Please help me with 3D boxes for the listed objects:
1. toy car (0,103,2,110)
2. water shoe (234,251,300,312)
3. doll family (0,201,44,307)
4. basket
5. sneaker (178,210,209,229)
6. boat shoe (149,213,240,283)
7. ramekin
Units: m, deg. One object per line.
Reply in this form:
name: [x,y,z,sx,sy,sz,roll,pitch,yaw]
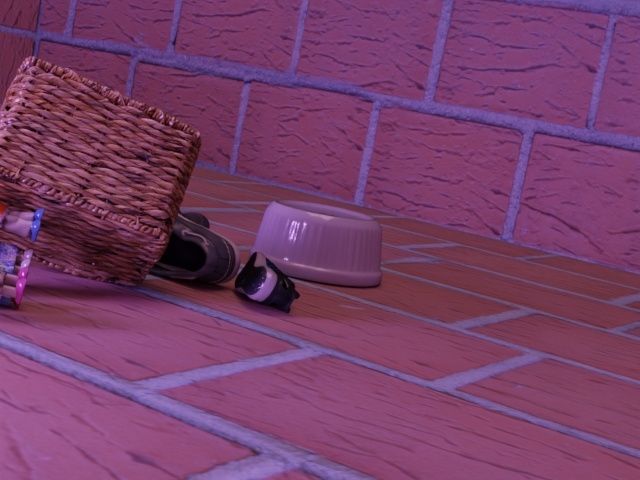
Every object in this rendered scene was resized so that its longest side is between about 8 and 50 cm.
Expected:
toy car: [-0.691,-0.203,2.070,0.210,0.238,0.219,-2,-2,43]
water shoe: [-0.086,0.075,1.683,0.080,0.073,0.203,34,3,-14]
doll family: [-0.463,0.031,1.349,0.163,0.118,0.263,15,24,-15]
basket: [-0.360,-0.091,1.574,0.299,0.223,0.213,22,-36,-14]
sneaker: [-0.302,-0.045,1.992,0.111,0.121,0.300,14,8,23]
boat shoe: [-0.291,-0.006,1.756,0.319,0.116,0.099,19,6,21]
ramekin: [0.000,0.000,2.069,0.273,0.127,0.273,11,8,-2]
